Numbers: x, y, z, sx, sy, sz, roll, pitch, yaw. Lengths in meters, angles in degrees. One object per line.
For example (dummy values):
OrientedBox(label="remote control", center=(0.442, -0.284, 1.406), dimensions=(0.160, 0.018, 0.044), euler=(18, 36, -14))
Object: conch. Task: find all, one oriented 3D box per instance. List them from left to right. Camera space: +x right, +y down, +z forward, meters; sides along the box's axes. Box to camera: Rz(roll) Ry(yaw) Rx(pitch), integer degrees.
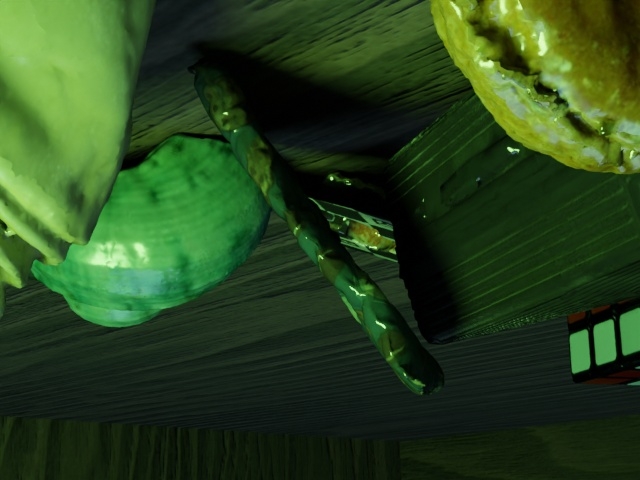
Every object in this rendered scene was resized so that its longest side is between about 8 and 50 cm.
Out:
OrientedBox(label="conch", center=(-0.150, 0.003, 0.989), dimensions=(0.196, 0.134, 0.202), euler=(13, 159, -22))

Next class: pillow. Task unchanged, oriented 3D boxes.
OrientedBox(label="pillow", center=(-0.001, -0.002, 0.821), dimensions=(0.034, 0.255, 0.189), euler=(-35, 165, 2))

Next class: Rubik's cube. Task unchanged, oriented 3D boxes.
OrientedBox(label="Rubik's cube", center=(0.343, 0.052, 1.170), dimensions=(0.162, 0.160, 0.163), euler=(4, 164, -16))

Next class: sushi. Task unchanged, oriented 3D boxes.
OrientedBox(label="sushi", center=(0.039, -0.025, 1.074), dimensions=(0.193, 0.040, 0.210), euler=(16, 171, 29))

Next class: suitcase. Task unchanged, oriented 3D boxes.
OrientedBox(label="suitcase", center=(0.198, -0.040, 0.740), dimensions=(0.230, 0.152, 0.335), euler=(-11, 169, -21))

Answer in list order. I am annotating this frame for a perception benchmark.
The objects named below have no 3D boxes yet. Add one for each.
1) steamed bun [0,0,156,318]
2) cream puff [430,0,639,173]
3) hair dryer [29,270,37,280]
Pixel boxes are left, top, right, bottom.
OrientedBox(label="steamed bun", center=(-0.245, -0.059, 0.611), dimensions=(0.289, 0.203, 0.276), euler=(7, 164, -27))
OrientedBox(label="cream puff", center=(0.117, -0.129, 0.463), dimensions=(0.183, 0.183, 0.169), euler=(0, -158, -6))
OrientedBox(label="hair dryer", center=(-0.333, 0.015, 1.209), dimensions=(0.100, 0.057, 0.198), euler=(11, 167, -34))
